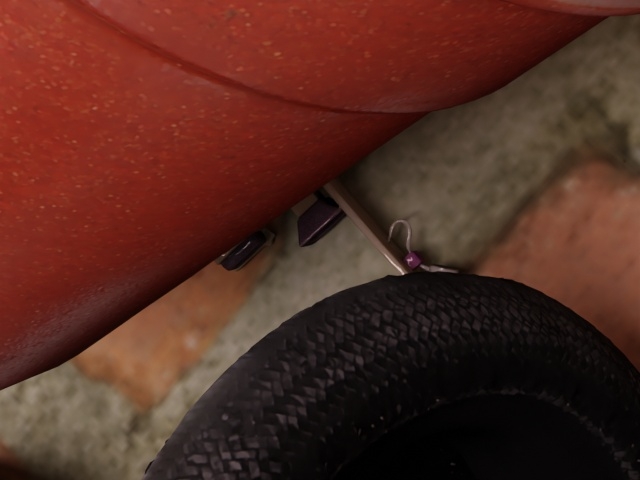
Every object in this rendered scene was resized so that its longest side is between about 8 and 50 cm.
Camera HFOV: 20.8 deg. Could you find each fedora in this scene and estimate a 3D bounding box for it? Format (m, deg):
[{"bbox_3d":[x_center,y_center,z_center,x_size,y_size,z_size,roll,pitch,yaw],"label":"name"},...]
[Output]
[{"bbox_3d":[-0.002,0.174,0.586,0.152,0.334,0.334,2,92,48],"label":"fedora"}]

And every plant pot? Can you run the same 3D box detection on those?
[{"bbox_3d":[-0.070,-0.100,0.478,0.265,0.272,0.272,-40,78,39],"label":"plant pot"}]

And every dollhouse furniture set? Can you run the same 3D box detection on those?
[{"bbox_3d":[0.000,0.000,0.631,0.091,0.114,0.081,-42,83,12],"label":"dollhouse furniture set"}]
